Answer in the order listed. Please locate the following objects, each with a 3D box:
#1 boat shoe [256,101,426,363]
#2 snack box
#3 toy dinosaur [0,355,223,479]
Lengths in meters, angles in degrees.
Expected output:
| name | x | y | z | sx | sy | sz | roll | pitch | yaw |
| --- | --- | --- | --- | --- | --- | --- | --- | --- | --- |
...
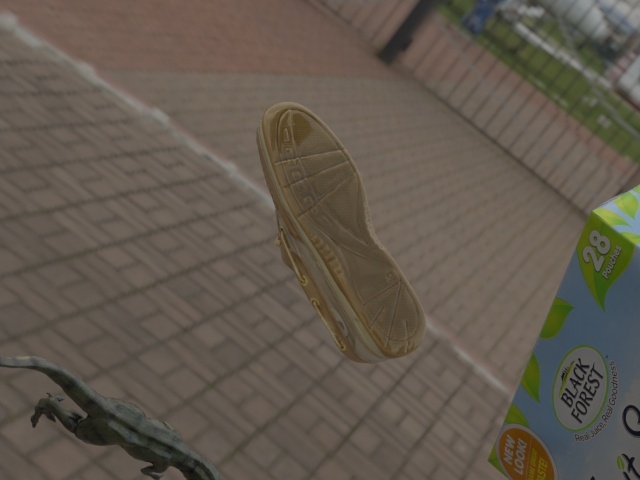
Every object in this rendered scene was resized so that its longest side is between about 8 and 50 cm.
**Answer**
| name | x | y | z | sx | sy | sz | roll | pitch | yaw |
| --- | --- | --- | --- | --- | --- | --- | --- | --- | --- |
| boat shoe | 0.000 | 0.000 | 0.785 | 0.063 | 0.059 | 0.170 | -21 | 83 | -38 |
| snack box | 0.190 | 0.098 | 0.582 | 0.070 | 0.174 | 0.207 | -24 | 52 | -36 |
| toy dinosaur | -0.197 | 0.164 | 1.173 | 0.268 | 0.064 | 0.118 | 36 | -20 | -24 |
